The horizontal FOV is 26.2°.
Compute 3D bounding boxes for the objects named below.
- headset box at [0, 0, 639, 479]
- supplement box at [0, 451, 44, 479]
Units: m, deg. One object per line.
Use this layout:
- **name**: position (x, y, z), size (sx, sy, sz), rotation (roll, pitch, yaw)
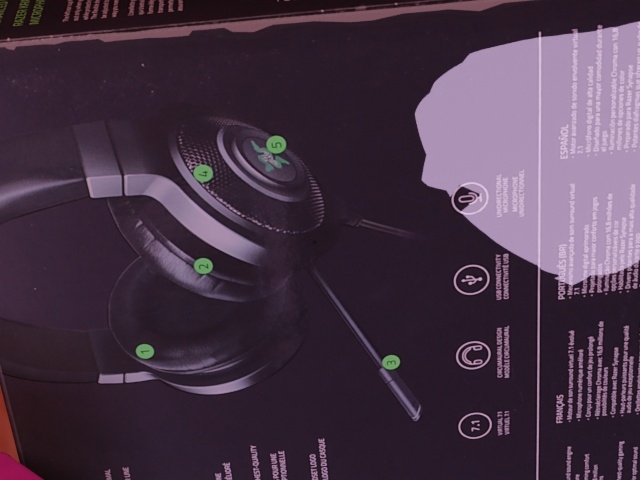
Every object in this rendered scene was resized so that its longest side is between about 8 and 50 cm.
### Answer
- **headset box**: position (0.000, 0.000, 0.538), size (0.283, 0.131, 0.246), rotation (-6, 121, 0)
- **supplement box**: position (-0.099, 0.205, 0.495), size (0.114, 0.220, 0.111), rotation (21, 44, 40)
